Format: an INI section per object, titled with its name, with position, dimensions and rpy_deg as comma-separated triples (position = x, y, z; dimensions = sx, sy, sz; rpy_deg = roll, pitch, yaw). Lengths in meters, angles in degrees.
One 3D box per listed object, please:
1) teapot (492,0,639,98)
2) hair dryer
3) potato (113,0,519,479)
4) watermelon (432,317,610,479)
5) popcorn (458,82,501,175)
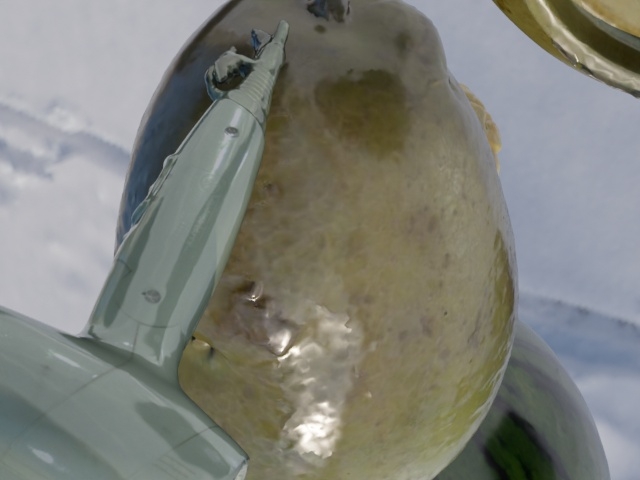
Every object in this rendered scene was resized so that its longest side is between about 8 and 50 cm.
[teapot]
position = 0.137, -0.147, 0.501
dimensions = 0.173, 0.182, 0.269
rpy_deg = 40, 129, -18
[hair dryer]
position = -0.086, -0.012, 0.530
dimensions = 0.206, 0.237, 0.075
rpy_deg = 30, 141, 7
[potato]
position = 0.000, 0.000, 0.686
dimensions = 0.159, 0.174, 0.251
rpy_deg = 17, 126, 28
[watermelon]
position = 0.031, 0.112, 1.043
dimensions = 0.331, 0.331, 0.189
rpy_deg = 41, 130, 45
[popcorn]
position = 0.071, -0.069, 1.392
dimensions = 0.180, 0.180, 0.170
rpy_deg = 58, -178, 19
